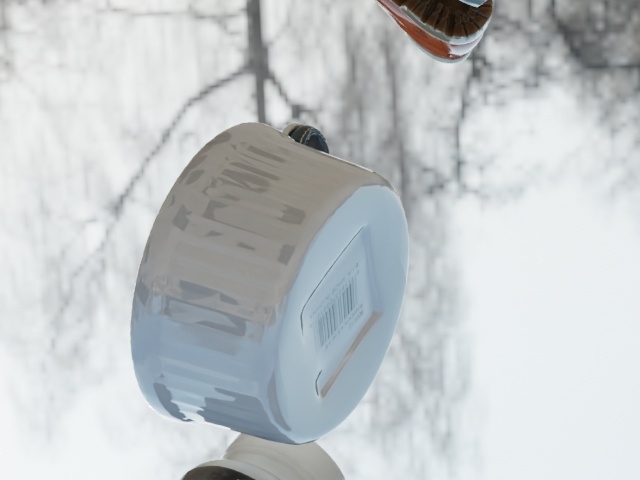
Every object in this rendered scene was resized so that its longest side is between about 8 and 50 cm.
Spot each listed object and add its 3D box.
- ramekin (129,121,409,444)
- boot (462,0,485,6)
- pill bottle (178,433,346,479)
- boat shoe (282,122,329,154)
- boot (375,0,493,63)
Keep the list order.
[{"bbox_3d":[-0.034,0.045,1.639,0.135,0.277,0.277,16,-159,26],"label":"ramekin"},{"bbox_3d":[-0.019,-0.357,1.001,0.445,0.367,0.146,29,164,28],"label":"boot"},{"bbox_3d":[-0.096,0.302,1.707,0.162,0.162,0.278,6,-143,32],"label":"pill bottle"},{"bbox_3d":[0.000,0.000,1.999,0.079,0.254,0.095,-3,177,42],"label":"boat shoe"},{"bbox_3d":[0.044,-0.176,1.225,0.059,0.158,0.084,-44,170,-7],"label":"boot"}]
